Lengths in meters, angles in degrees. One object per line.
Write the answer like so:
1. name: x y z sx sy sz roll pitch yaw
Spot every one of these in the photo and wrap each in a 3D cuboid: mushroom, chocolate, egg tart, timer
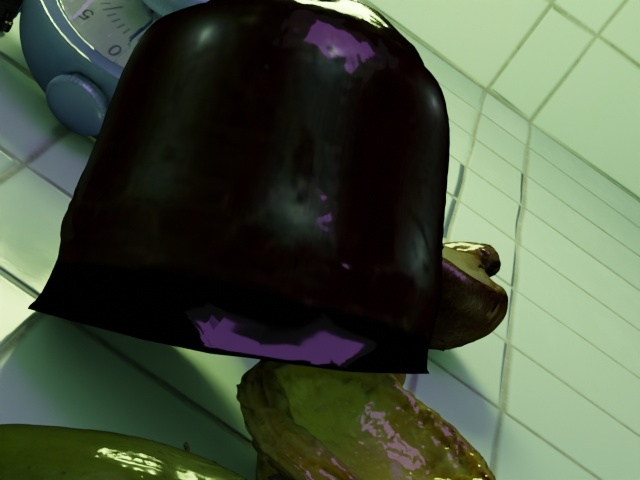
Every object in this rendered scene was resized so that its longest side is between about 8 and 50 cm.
1. mushroom: 0.125 0.054 1.999 0.194 0.138 0.231 9 18 -29
2. chocolate: -0.045 -0.065 1.432 0.384 0.331 0.383 10 2 0
3. egg tart: 0.039 0.224 1.417 0.294 0.123 0.294 29 20 -12
4. timer: -0.187 -0.264 1.923 0.395 0.173 0.395 11 52 -14

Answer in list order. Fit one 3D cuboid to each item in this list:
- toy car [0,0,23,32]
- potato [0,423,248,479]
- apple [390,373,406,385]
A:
1. toy car: -0.439 -0.321 1.959 0.171 0.080 0.070 12 25 -49
2. potato: -0.124 0.226 0.986 0.304 0.215 0.216 18 24 -21
3. apple: 0.054 0.136 1.731 0.071 0.084 0.084 57 6 -32
